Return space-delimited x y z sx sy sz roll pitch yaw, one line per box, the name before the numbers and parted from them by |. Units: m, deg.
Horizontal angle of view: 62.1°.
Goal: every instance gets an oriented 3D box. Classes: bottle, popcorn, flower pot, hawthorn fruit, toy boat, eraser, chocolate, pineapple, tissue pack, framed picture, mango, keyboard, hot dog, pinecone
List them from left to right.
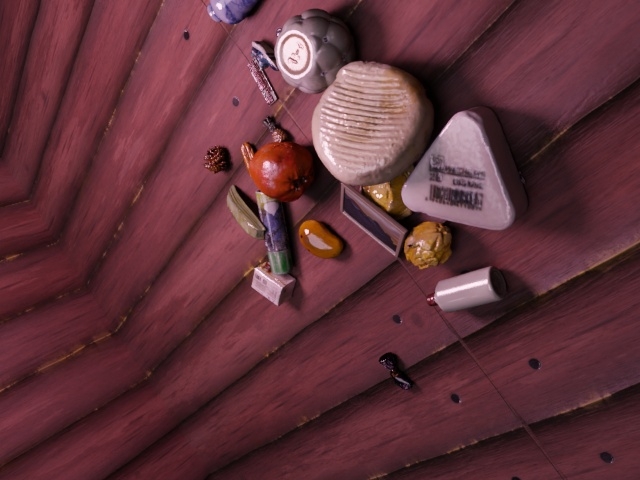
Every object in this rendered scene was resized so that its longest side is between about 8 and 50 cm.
pinecone | -0.411 -0.320 2.102 0.102 0.102 0.109 32 116 24
toy boat | -0.303 -0.109 2.064 0.293 0.055 0.093 52 144 35
hot dog | -0.262 -0.305 2.023 0.062 0.038 0.144 -14 97 44
keyboard | -0.205 -0.561 1.879 0.055 0.017 0.166 -27 91 42
tissue pack | -0.187 0.169 2.124 0.148 0.099 0.106 33 128 23
pineapple | -0.166 -0.395 1.895 0.124 0.058 0.058 52 132 9
bottle | -0.173 -0.035 2.031 0.093 0.093 0.330 4 112 37
hawthorn fruit | -0.155 -0.248 1.860 0.299 0.211 0.211 22 123 48
flower pot | -0.019 -0.568 1.608 0.246 0.195 0.246 15 117 33
mango | -0.003 0.002 1.916 0.178 0.090 0.115 40 122 9
framed picture | 0.167 -0.065 1.733 0.265 0.018 0.192 40 161 19
chocolate | 0.269 0.479 1.920 0.147 0.070 0.072 60 160 2
popcorn | 0.328 0.014 1.625 0.167 0.152 0.149 -3 71 63
eraser | 0.381 -0.170 1.491 0.331 0.150 0.332 18 120 34
bottle | 0.432 0.157 1.621 0.245 0.104 0.104 -23 94 43

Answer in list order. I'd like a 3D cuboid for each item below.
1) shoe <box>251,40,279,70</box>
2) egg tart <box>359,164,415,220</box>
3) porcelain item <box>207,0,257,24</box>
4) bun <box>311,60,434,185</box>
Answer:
shoe | -0.186 -0.619 1.809 0.143 0.064 0.071 45 129 18
egg tart | 0.201 -0.168 1.677 0.232 0.098 0.252 47 134 18
porcelain item | -0.265 -0.811 1.748 0.259 0.141 0.141 -21 95 35
bun | 0.151 -0.322 1.539 0.365 0.219 0.365 -4 80 23
